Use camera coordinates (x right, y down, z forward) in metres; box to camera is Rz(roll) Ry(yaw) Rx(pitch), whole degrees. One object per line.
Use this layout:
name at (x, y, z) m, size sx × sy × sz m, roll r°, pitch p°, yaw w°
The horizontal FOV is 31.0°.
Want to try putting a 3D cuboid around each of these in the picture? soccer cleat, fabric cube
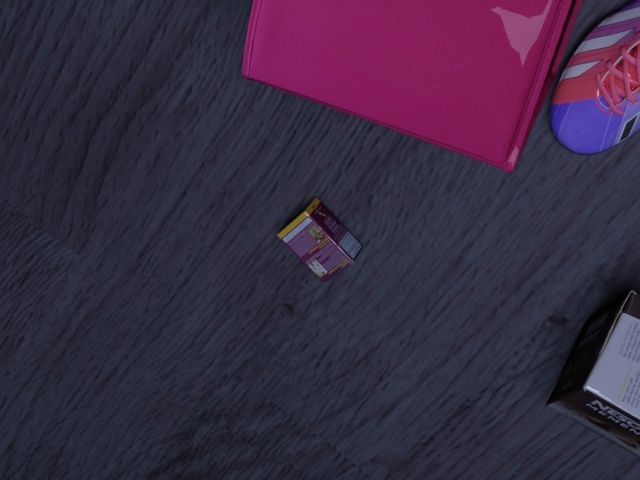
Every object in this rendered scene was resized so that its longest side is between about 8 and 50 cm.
soccer cleat at (0.327, -0.186, 1.078) m, size 0.108 × 0.116 × 0.318 m, roll 43°, pitch 124°, yaw -5°
fabric cube at (0.110, -0.253, 1.043) m, size 0.258 × 0.259 × 0.254 m, roll 21°, pitch 122°, yaw 9°

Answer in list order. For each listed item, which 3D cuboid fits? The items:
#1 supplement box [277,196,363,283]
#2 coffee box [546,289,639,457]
supplement box at (0.000, 0.000, 1.356) m, size 0.083 × 0.043 × 0.055 m, roll 47°, pitch 123°, yaw -7°
coffee box at (0.407, 0.186, 1.206) m, size 0.297 × 0.119 × 0.168 m, roll 29°, pitch 167°, yaw 4°
